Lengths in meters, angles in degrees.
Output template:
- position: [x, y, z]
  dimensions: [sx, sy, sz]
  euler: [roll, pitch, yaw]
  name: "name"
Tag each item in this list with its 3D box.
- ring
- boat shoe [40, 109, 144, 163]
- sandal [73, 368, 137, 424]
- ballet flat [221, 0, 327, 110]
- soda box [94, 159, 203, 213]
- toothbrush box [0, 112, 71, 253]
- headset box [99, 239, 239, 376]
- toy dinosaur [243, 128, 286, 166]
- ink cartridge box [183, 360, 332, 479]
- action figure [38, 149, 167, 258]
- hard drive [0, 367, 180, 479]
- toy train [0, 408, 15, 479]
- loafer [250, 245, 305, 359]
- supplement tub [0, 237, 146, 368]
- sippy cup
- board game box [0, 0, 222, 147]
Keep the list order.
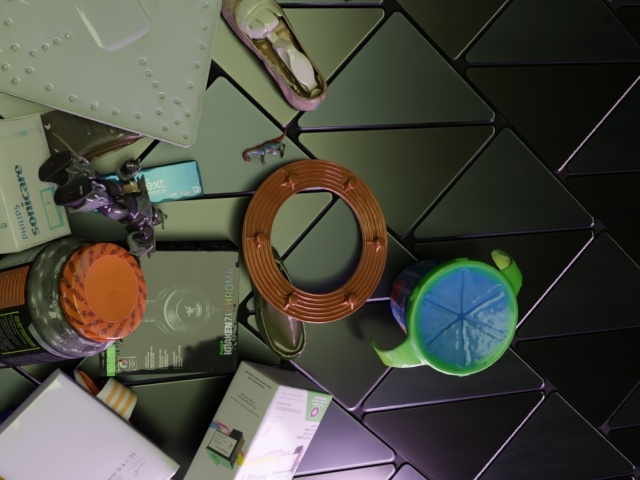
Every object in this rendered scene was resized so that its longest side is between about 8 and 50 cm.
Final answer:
- position: [0.000, 0.000, 1.657]
  dimensions: [0.336, 0.032, 0.336]
  euler: [2, 86, -30]
  name: "ring"
- position: [-0.414, -0.215, 1.527]
  dimensions: [0.324, 0.116, 0.123]
  euler: [-24, 88, -29]
  name: "boat shoe"
- position: [-0.390, 0.338, 1.626]
  dimensions: [0.076, 0.102, 0.265]
  euler: [-38, 114, -8]
  name: "sandal"
- position: [-0.085, -0.393, 1.588]
  dimensions: [0.107, 0.106, 0.316]
  euler: [-42, 106, -6]
  name: "ballet flat"
- position: [-0.339, -0.105, 1.584]
  dimensions: [0.210, 0.067, 0.071]
  euler: [-11, 100, -13]
  name: "soda box"
- position: [-0.600, -0.087, 1.403]
  dimensions: [0.295, 0.126, 0.216]
  euler: [-6, 103, 31]
  name: "toothbrush box"
- position: [-0.308, 0.127, 1.593]
  dimensions: [0.283, 0.131, 0.246]
  euler: [1, 97, -14]
  name: "headset box"
- position: [-0.114, -0.184, 1.658]
  dimensions: [0.082, 0.047, 0.090]
  euler: [6, 63, -7]
  name: "toy dinosaur"
- position: [-0.124, 0.401, 1.643]
  dimensions: [0.201, 0.117, 0.278]
  euler: [25, 91, -54]
  name: "ink cartridge box"
- position: [-0.353, -0.066, 1.429]
  dimensions: [0.099, 0.285, 0.185]
  euler: [-30, 67, 16]
  name: "action figure"
- position: [-0.451, 0.414, 1.540]
  dimensions: [0.210, 0.040, 0.318]
  euler: [-46, 117, -6]
  name: "hard drive"
- position: [-0.596, 0.465, 1.588]
  dimensions: [0.143, 0.105, 0.248]
  euler: [-29, 105, 2]
  name: "toy train"
- position: [-0.090, 0.135, 1.674]
  dimensions: [0.094, 0.087, 0.251]
  euler: [-20, 103, -11]
  name: "loafer"
- position: [-0.482, 0.110, 1.424]
  dimensions: [0.338, 0.207, 0.207]
  euler: [-11, 105, 32]
  name: "supplement tub"
- position: [0.256, 0.137, 1.696]
  dimensions: [0.305, 0.224, 0.240]
  euler: [0, 99, -15]
  name: "sippy cup"
- position: [-0.375, -0.399, 1.448]
  dimensions: [0.390, 0.050, 0.390]
  euler: [14, 81, -32]
  name: "board game box"
